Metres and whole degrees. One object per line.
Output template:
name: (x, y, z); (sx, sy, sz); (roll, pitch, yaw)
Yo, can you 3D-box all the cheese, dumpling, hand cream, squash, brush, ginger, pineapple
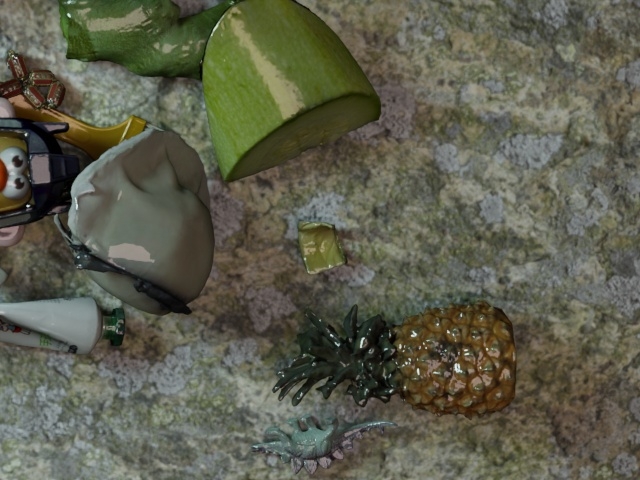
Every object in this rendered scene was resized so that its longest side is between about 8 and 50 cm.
cheese: (0.000, -0.001, 1.908); (0.060, 0.041, 0.084); (-16, 122, -5)
dumpling: (-0.201, -0.011, 1.754); (0.204, 0.163, 0.293); (-42, 145, -1)
hand cream: (-0.417, 0.104, 1.780); (0.336, 0.121, 0.076); (3, 72, -20)
squash: (-0.045, -0.209, 1.810); (0.237, 0.204, 0.155); (-27, 75, -17)
brush: (-0.319, -0.141, 1.797); (0.272, 0.013, 0.103); (24, 95, -19)
ginger: (-0.190, -0.269, 1.767); (0.290, 0.089, 0.137); (12, 91, -17)
pineapple: (0.097, 0.168, 1.927); (0.340, 0.169, 0.169); (-3, 103, -9)

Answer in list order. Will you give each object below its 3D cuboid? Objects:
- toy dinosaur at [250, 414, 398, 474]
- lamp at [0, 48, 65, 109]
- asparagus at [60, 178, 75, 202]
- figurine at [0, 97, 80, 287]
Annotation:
toy dinosaur: (0.006, 0.280, 1.974); (0.209, 0.039, 0.082); (-12, 109, -3)
lamp: (-0.358, -0.195, 1.756); (0.083, 0.031, 0.063); (19, 79, -20)
asparagus: (-0.418, -0.028, 1.790); (0.232, 0.023, 0.022); (-21, 63, -11)
figurine: (-0.437, -0.082, 1.706); (0.308, 0.143, 0.308); (-8, 122, -12)
